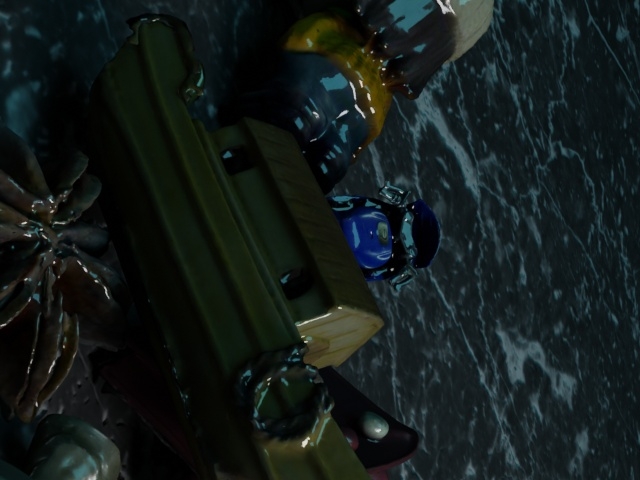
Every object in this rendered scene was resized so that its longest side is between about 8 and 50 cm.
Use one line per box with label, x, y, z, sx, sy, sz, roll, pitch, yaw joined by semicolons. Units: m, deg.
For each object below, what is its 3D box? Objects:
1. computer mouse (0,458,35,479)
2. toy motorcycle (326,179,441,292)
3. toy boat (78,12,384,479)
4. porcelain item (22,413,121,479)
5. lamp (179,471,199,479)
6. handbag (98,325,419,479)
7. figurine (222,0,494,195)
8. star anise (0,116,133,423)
computer mouse;-0.245;0.160;0.888;0.331;0.197;0.095;3;118;-58
toy motorcycle;0.000;0.000;1.437;0.315;0.169;0.113;3;80;-63
toy boat;-0.053;0.034;1.199;0.136;0.162;0.445;96;-26;-55
porcelain item;-0.206;0.205;1.071;0.069;0.081;0.215;32;39;3
lamp;-0.041;0.225;1.337;0.253;0.118;0.118;-12;90;-61
handbag;-0.044;0.130;1.293;0.216;0.074;0.203;42;22;22
figurine;0.052;-0.188;1.570;0.185;0.204;0.332;61;32;-35
star anise;-0.207;0.011;1.139;0.229;0.093;0.236;51;34;-33
